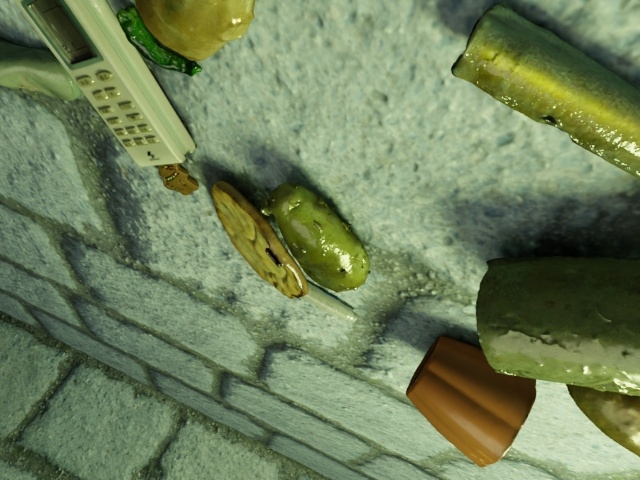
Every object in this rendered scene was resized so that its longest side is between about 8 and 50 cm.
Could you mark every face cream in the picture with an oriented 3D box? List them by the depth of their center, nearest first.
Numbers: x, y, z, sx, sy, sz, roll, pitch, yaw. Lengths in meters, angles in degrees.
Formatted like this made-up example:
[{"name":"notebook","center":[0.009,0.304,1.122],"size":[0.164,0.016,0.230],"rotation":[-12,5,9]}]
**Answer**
[{"name":"face cream","center":[0.015,0.125,0.843],"size":[0.130,0.034,0.034],"rotation":[30,144,-2]}]

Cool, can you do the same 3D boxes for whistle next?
[{"name":"whistle","center":[0.273,-0.103,0.380],"size":[0.326,0.057,0.068],"rotation":[29,144,-2]}]

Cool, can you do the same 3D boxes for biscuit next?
[{"name":"biscuit","center":[-0.109,0.005,0.735],"size":[0.203,0.041,0.260],"rotation":[21,145,54]},{"name":"biscuit","center":[-0.257,-0.115,0.740],"size":[0.082,0.016,0.092],"rotation":[9,142,25]}]

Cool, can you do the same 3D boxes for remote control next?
[{"name":"remote control","center":[-0.294,-0.229,0.591],"size":[0.103,0.055,0.277],"rotation":[2,137,30]}]

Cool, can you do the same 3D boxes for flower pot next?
[{"name":"flower pot","center":[0.261,0.271,0.761],"size":[0.173,0.190,0.191],"rotation":[34,146,15]}]

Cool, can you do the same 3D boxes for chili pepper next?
[{"name":"chili pepper","center":[-0.209,-0.242,0.539],"size":[0.118,0.035,0.055],"rotation":[40,159,-10]}]

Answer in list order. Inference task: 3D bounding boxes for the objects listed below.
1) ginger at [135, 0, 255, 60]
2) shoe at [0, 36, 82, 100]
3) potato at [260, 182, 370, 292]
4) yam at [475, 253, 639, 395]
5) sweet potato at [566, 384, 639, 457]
[{"name":"ginger","center":[-0.080,-0.311,0.303],"size":[0.348,0.122,0.363],"rotation":[16,133,30]},{"name":"shoe","center":[-0.468,-0.258,0.650],"size":[0.195,0.078,0.079],"rotation":[25,144,10]},{"name":"potato","center":[0.000,0.000,0.652],"size":[0.117,0.090,0.225],"rotation":[-11,133,35]},{"name":"yam","center":[0.337,0.097,0.497],"size":[0.268,0.161,0.161],"rotation":[0,136,32]},{"name":"sweet potato","center":[0.498,0.254,0.595],"size":[0.369,0.158,0.158],"rotation":[20,143,9]}]
